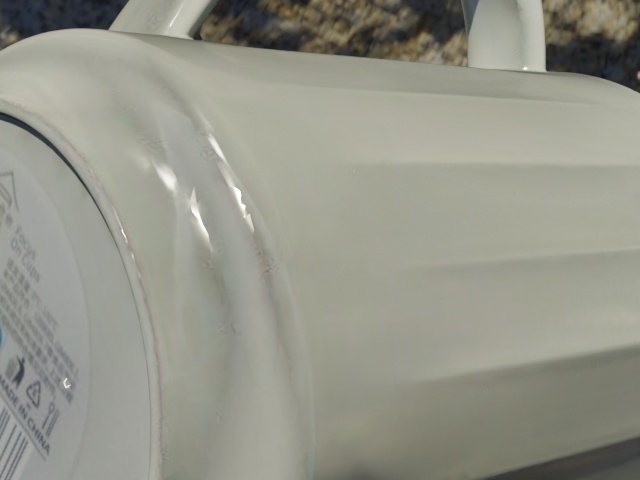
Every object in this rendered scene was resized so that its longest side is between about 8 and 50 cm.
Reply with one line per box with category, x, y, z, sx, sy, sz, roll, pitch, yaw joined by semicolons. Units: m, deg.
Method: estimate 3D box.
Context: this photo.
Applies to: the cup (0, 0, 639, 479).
cup;0.000;0.000;0.578;0.236;0.326;0.323;0;92;45
